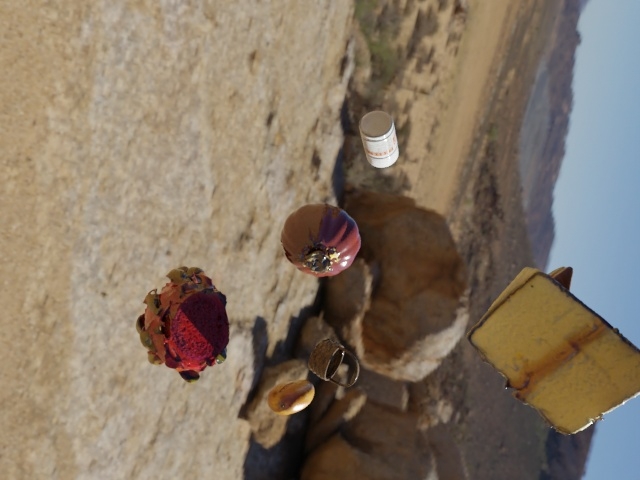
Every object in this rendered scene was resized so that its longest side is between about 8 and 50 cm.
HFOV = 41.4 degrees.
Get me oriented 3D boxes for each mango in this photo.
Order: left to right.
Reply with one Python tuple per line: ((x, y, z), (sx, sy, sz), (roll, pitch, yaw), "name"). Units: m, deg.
((-0.043, 0.236, 1.296), (0.089, 0.060, 0.046), (-25, 117, -52), "mango")

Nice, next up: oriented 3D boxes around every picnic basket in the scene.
((0.028, 0.210, 1.437), (0.072, 0.083, 0.072), (-46, 150, -36), "picnic basket")

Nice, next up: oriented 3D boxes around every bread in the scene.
((0.394, 0.090, 1.455), (0.043, 0.062, 0.109), (156, -52, -65), "bread")
((0.349, 0.175, 1.249), (0.178, 0.240, 0.135), (-50, 174, 6), "bread")

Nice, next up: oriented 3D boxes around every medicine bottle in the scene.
((0.098, -0.168, 1.404), (0.089, 0.057, 0.057), (70, 37, -59), "medicine bottle")

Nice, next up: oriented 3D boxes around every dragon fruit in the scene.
((-0.202, 0.110, 1.275), (0.133, 0.150, 0.207), (54, 16, -37), "dragon fruit")

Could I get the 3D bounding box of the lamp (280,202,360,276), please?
((0.000, 0.000, 1.057), (0.090, 0.101, 0.101), (-78, 176, -47), "lamp")
